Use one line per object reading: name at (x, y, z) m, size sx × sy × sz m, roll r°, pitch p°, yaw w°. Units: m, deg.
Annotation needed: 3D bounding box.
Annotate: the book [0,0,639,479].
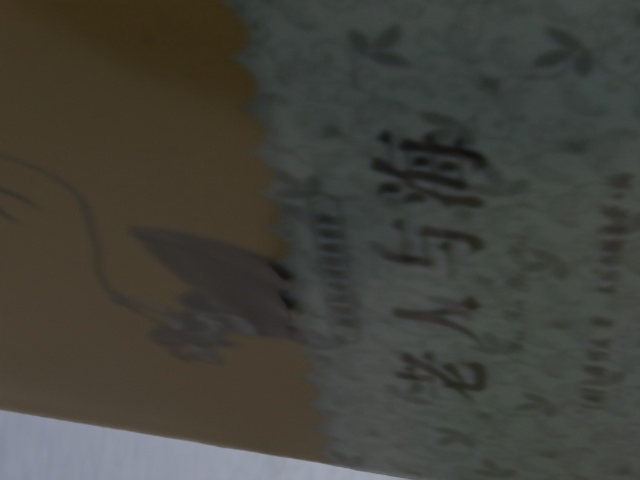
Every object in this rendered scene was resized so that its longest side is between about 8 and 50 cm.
book at (0.000, 0.000, 0.430) m, size 0.269 × 0.388 × 0.032 m, roll 81°, pitch 20°, yaw -54°
